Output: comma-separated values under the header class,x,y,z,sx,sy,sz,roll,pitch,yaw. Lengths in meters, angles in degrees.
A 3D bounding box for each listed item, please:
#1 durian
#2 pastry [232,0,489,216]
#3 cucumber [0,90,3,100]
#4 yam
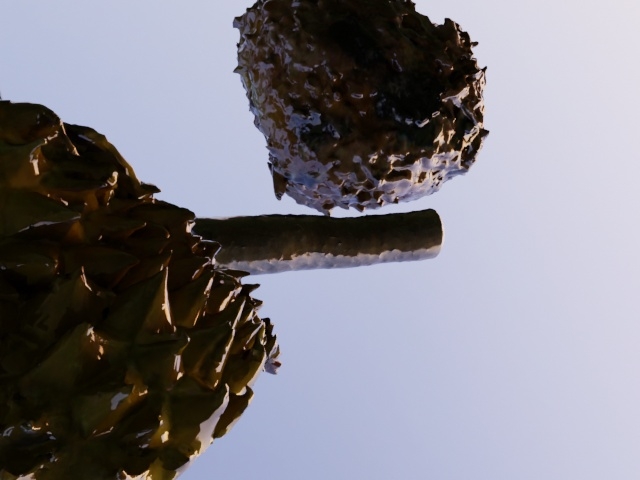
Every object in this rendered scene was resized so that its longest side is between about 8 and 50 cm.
class,x,y,z,sx,sy,sz,roll,pitch,yaw
durian,-0.176,0.028,0.441,0.305,0.196,0.185,-10,-164,-2
pastry,0.061,-0.198,1.506,0.405,0.292,0.338,17,-108,-25
cucumber,-0.328,-0.159,0.967,0.037,0.155,0.037,-13,-141,11
yam,0.000,0.000,1.053,0.299,0.066,0.066,-4,-134,-29
